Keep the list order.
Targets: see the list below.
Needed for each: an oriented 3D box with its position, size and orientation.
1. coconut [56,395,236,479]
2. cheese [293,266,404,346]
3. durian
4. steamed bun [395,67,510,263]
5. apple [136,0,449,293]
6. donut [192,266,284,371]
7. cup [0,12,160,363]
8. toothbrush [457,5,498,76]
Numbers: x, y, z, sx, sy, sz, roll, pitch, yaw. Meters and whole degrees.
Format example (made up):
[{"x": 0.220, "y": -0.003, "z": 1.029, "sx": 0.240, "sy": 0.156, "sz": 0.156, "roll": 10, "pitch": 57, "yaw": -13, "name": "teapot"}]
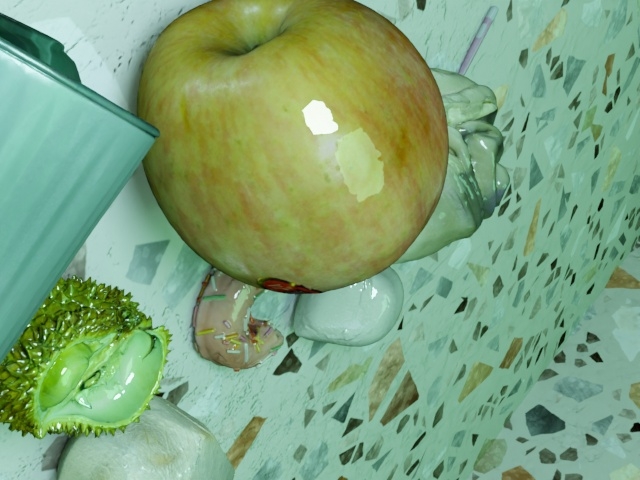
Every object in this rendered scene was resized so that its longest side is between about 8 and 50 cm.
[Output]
[{"x": -0.245, "y": 0.360, "z": 1.308, "sx": 0.245, "sy": 0.247, "sz": 0.244, "roll": -34, "pitch": 136, "yaw": -41, "name": "coconut"}, {"x": 0.059, "y": 0.111, "z": 1.683, "sx": 0.154, "sy": 0.189, "sz": 0.198, "roll": -68, "pitch": 180, "yaw": -82, "name": "cheese"}, {"x": -0.313, "y": 0.145, "z": 1.123, "sx": 0.237, "sy": 0.176, "sz": 0.200, "roll": -4, "pitch": 124, "yaw": -50, "name": "durian"}, {"x": 0.230, "y": -0.138, "z": 1.663, "sx": 0.352, "sy": 0.247, "sz": 0.339, "roll": -50, "pitch": 144, "yaw": -39, "name": "steamed bun"}, {"x": -0.040, "y": -0.136, "z": 1.127, "sx": 0.391, "sy": 0.392, "sz": 0.346, "roll": -51, "pitch": 145, "yaw": -23, "name": "apple"}, {"x": -0.123, "y": 0.117, "z": 1.486, "sx": 0.199, "sy": 0.085, "sz": 0.232, "roll": -26, "pitch": 130, "yaw": -46, "name": "donut"}, {"x": -0.403, "y": -0.053, "z": 0.792, "sx": 0.392, "sy": 0.401, "sz": 0.310, "roll": -60, "pitch": -177, "yaw": 0, "name": "cup"}, {"x": 0.301, "y": -0.364, "z": 1.861, "sx": 0.025, "sy": 0.020, "sz": 0.286, "roll": 32, "pitch": 84, "yaw": -53, "name": "toothbrush"}]
